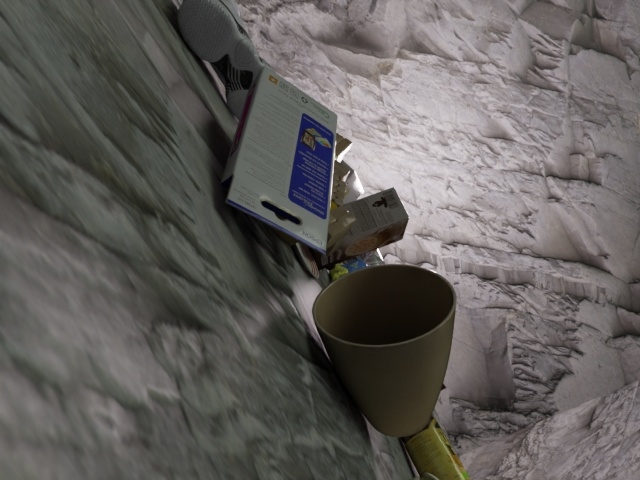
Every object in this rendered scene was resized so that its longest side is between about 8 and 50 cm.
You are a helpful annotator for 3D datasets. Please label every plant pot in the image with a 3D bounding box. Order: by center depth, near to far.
[{"bbox_3d":[0.133,0.227,0.935,0.256,0.256,0.274,-102,-179,-65],"label":"plant pot"}]

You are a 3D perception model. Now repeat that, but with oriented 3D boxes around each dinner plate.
[{"bbox_3d":[-0.042,0.027,1.149,0.141,0.017,0.141,63,6,-11],"label":"dinner plate"}]

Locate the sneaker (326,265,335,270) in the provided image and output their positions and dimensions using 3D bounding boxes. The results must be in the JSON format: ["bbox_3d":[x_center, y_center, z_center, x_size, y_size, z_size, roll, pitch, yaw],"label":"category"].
[{"bbox_3d":[0.000,0.000,1.355,0.078,0.067,0.188,-116,-179,-69],"label":"sneaker"}]

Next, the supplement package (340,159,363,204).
[{"bbox_3d":[-0.007,-0.177,1.400,0.204,0.145,0.262,44,3,12],"label":"supplement package"}]

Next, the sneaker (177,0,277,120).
[{"bbox_3d":[-0.197,-0.434,1.153,0.366,0.137,0.210,52,16,-47],"label":"sneaker"}]

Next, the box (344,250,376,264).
[{"bbox_3d":[0.078,-0.007,1.534,0.207,0.114,0.036,45,34,23],"label":"box"}]

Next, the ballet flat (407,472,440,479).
[{"bbox_3d":[0.162,0.426,0.703,0.182,0.164,0.483,50,2,27],"label":"ballet flat"}]

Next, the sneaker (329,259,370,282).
[{"bbox_3d":[0.097,0.122,1.397,0.091,0.126,0.240,60,7,-31],"label":"sneaker"}]

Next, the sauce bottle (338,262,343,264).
[{"bbox_3d":[0.080,0.131,1.596,0.128,0.042,0.042,60,7,-16],"label":"sauce bottle"}]

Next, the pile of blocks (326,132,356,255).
[{"bbox_3d":[-0.020,-0.103,1.002,0.148,0.113,0.362,17,41,-15],"label":"pile of blocks"}]

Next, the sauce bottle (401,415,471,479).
[{"bbox_3d":[0.272,0.523,1.283,0.345,0.111,0.111,62,4,37],"label":"sauce bottle"}]

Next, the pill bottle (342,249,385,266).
[{"bbox_3d":[0.129,0.056,1.753,0.283,0.161,0.161,67,7,24],"label":"pill bottle"}]

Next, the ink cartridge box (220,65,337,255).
[{"bbox_3d":[-0.062,-0.139,0.843,0.175,0.069,0.371,28,41,-24],"label":"ink cartridge box"}]

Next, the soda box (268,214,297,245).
[{"bbox_3d":[-0.074,-0.050,1.003,0.061,0.058,0.181,66,7,22],"label":"soda box"}]

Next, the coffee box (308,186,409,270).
[{"bbox_3d":[0.086,-0.027,1.249,0.141,0.246,0.098,84,-15,-66],"label":"coffee box"}]
